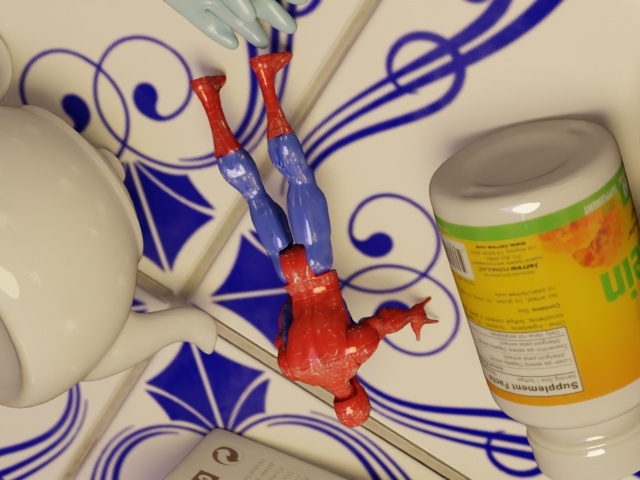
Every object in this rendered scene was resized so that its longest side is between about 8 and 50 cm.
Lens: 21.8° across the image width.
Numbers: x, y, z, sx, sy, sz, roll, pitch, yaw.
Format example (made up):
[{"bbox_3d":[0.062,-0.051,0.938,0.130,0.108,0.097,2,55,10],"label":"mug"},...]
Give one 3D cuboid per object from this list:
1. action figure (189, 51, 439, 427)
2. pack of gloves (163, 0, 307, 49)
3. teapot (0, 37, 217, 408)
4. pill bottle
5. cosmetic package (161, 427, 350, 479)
[{"bbox_3d":[0.000,0.000,1.260,0.091,0.139,0.280,-16,90,27],"label":"action figure"},{"bbox_3d":[-0.064,-0.228,1.118,0.232,0.046,0.195,35,122,-29],"label":"pack of gloves"},{"bbox_3d":[-0.228,-0.015,1.260,0.252,0.187,0.256,27,145,32],"label":"teapot"},{"bbox_3d":[0.174,0.049,1.197,0.136,0.136,0.245,-10,115,21],"label":"pill bottle"},{"bbox_3d":[0.062,0.353,1.333,0.453,0.161,0.230,19,122,20],"label":"cosmetic package"}]
